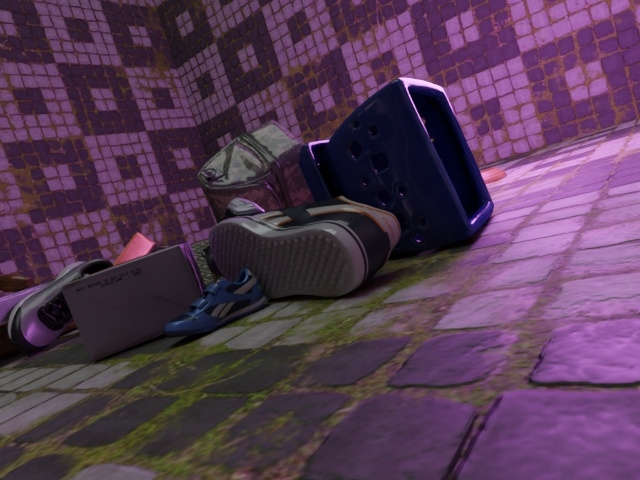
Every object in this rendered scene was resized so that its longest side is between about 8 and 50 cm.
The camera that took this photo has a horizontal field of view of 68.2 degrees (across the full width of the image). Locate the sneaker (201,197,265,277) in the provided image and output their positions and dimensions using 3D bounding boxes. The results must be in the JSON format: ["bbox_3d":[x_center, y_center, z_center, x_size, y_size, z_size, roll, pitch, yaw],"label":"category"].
[{"bbox_3d":[-0.105,0.028,0.847,0.269,0.101,0.153,25,74,38],"label":"sneaker"}]

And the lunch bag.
[{"bbox_3d":[-0.150,-0.103,1.183,0.256,0.305,0.212,-31,52,-16],"label":"lunch bag"}]

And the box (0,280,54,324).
[{"bbox_3d":[-0.756,0.175,1.012,0.322,0.058,0.232,-18,5,18],"label":"box"}]

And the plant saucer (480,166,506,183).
[{"bbox_3d":[0.488,-0.194,1.513,0.200,0.037,0.200,-18,6,2],"label":"plant saucer"}]

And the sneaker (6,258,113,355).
[{"bbox_3d":[-0.538,0.122,0.991,0.108,0.100,0.271,-21,27,26],"label":"sneaker"}]

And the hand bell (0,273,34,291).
[{"bbox_3d":[-0.744,0.099,1.050,0.242,0.126,0.126,-5,8,15],"label":"hand bell"}]

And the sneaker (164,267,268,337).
[{"bbox_3d":[-0.141,0.083,0.623,0.144,0.059,0.053,-23,9,-36],"label":"sneaker"}]

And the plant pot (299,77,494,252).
[{"bbox_3d":[0.117,-0.096,0.749,0.212,0.235,0.236,-24,2,29],"label":"plant pot"}]

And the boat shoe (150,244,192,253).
[{"bbox_3d":[-0.540,0.088,1.594,0.356,0.132,0.130,-15,6,45],"label":"boat shoe"}]

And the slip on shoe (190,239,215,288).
[{"bbox_3d":[-0.195,0.044,1.085,0.332,0.122,0.101,-24,-29,-2],"label":"slip on shoe"}]

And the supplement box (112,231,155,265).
[{"bbox_3d":[-0.640,0.086,1.554,0.078,0.080,0.233,-33,30,47],"label":"supplement box"}]

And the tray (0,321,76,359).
[{"bbox_3d":[-0.719,0.220,1.127,0.203,0.076,0.411,-14,8,40],"label":"tray"}]

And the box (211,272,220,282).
[{"bbox_3d":[-0.112,0.028,0.977,0.233,0.087,0.058,-21,5,-17],"label":"box"}]

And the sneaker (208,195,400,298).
[{"bbox_3d":[-0.030,0.011,0.669,0.321,0.126,0.128,3,24,47],"label":"sneaker"}]

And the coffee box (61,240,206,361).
[{"bbox_3d":[-0.288,0.084,0.797,0.168,0.118,0.297,-20,6,-12],"label":"coffee box"}]
